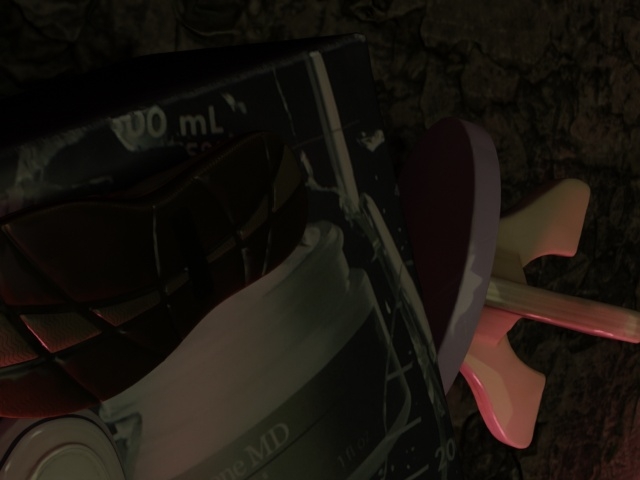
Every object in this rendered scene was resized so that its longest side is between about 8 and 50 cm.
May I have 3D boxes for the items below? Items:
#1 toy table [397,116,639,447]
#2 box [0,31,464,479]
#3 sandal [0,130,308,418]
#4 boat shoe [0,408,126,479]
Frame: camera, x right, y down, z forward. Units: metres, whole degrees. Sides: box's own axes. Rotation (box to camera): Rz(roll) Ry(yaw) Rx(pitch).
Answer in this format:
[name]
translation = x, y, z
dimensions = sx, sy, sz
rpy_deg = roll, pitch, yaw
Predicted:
[toy table]
translation = 0.150, 0.044, 0.894
dimensions = 0.161, 0.252, 0.274
rpy_deg = 16, 97, -23
[box]
translation = -0.179, 0.166, 0.608
dimensions = 0.480, 0.297, 0.471
rpy_deg = -26, 109, -33
[sandal]
translation = -0.089, 0.005, 0.443
dimensions = 0.219, 0.060, 0.090
rpy_deg = -37, 121, -45
[boat shoe]
translation = -0.110, 0.185, 0.427
dimensions = 0.083, 0.076, 0.226
rpy_deg = 0, 95, -37
